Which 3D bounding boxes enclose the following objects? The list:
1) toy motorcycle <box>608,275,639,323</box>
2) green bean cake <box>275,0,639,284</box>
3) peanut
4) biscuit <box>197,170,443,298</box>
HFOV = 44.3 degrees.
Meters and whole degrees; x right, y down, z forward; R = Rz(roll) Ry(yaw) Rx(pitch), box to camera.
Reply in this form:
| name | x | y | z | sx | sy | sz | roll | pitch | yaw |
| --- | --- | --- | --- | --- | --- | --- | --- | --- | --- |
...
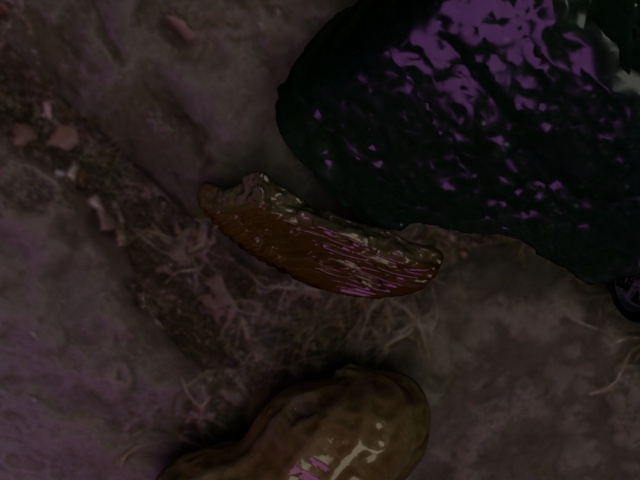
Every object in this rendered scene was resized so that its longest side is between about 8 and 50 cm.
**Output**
| name | x | y | z | sx | sy | sz | roll | pitch | yaw |
| --- | --- | --- | --- | --- | --- | --- | --- | --- | --- |
| toy motorcycle | 0.349 | -0.042 | 0.767 | 0.113 | 0.169 | 0.315 | 0 | 108 | -10 |
| green bean cake | 0.156 | -0.103 | 0.659 | 0.300 | 0.169 | 0.308 | 46 | 139 | -18 |
| peanut | -0.034 | 0.239 | 0.828 | 0.325 | 0.140 | 0.153 | -24 | 101 | 4 |
| biscuit | 0.000 | 0.001 | 0.733 | 0.176 | 0.228 | 0.031 | 51 | 54 | -42 |
